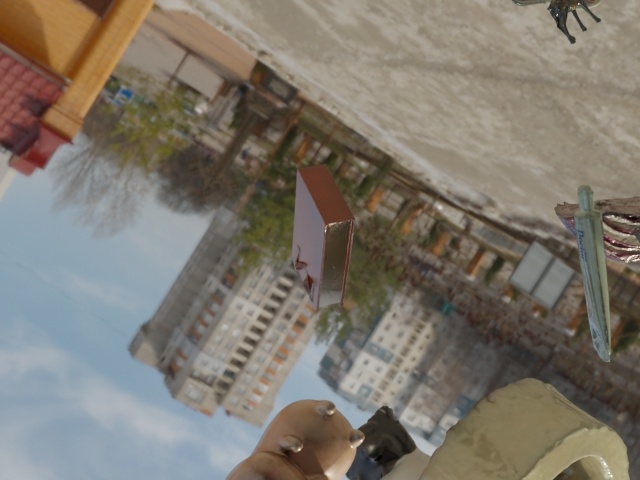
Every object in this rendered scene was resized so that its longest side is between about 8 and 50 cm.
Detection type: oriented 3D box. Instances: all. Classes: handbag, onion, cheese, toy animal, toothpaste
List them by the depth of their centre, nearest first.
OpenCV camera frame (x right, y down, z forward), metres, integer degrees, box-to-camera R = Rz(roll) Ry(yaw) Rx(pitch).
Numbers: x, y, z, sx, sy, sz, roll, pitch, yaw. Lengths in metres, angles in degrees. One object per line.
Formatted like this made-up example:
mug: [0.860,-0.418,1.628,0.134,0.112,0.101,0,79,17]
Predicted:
toothpaste: [0.383,0.046,1.128,0.037,0.255,0.067,-10,-165,2]
handbag: [0.000,0.000,1.195,0.190,0.063,0.127,95,157,-45]
toy animal: [-0.054,0.348,1.196,0.166,0.250,0.154,45,154,1]
cheese: [0.303,0.391,1.224,0.153,0.332,0.292,38,158,52]
onion: [0.731,-0.034,1.948,0.314,0.146,0.280,-6,-171,7]
toy animal: [0.174,0.569,1.949,0.267,0.212,0.212,47,-173,24]

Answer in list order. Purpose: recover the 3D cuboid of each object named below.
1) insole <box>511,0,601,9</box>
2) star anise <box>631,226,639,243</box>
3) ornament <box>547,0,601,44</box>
insole: [0.332,-0.359,1.148,0.197,0.065,0.004,-8,165,-30]
star anise: [0.782,0.027,1.556,0.346,0.237,0.148,-3,114,42]
ornament: [0.321,-0.328,1.067,0.125,0.073,0.028,59,151,-11]
